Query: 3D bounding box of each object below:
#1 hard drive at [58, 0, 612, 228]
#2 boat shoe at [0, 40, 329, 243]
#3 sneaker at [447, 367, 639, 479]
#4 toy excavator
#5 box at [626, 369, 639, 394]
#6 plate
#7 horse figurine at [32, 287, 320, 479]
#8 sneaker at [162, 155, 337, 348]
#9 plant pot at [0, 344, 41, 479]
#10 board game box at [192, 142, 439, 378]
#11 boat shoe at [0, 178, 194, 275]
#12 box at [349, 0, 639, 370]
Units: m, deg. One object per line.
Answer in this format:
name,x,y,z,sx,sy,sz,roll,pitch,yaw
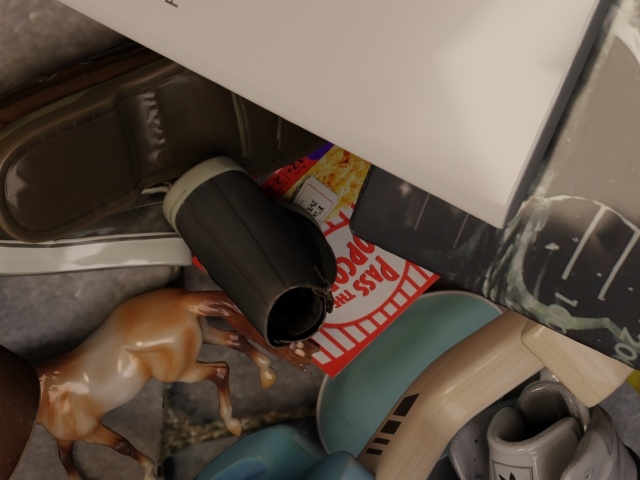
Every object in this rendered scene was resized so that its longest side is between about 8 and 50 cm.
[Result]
hard drive,0.002,-0.189,1.096,0.047,0.353,0.233,-32,146,-62
boat shoe,-0.108,-0.095,1.234,0.307,0.104,0.111,-18,120,-32
sneaker,0.156,0.275,1.536,0.366,0.137,0.210,-57,141,-28
toy excavator,0.019,0.206,1.412,0.222,0.433,0.445,44,55,-14
box,0.267,0.074,1.507,0.043,0.179,0.105,-22,129,-15
plate,0.077,0.116,1.531,0.188,0.024,0.188,-15,128,-20
horse figurine,-0.137,0.107,1.369,0.263,0.066,0.174,-32,130,7
sneaker,-0.027,0.033,1.255,0.083,0.118,0.222,-39,155,7
plant pot,-0.339,0.096,1.184,0.215,0.215,0.230,-45,117,4
board game box,0.000,0.000,1.394,0.147,0.045,0.193,-44,131,5
boat shoe,-0.195,-0.011,1.266,0.219,0.078,0.070,-3,88,-24
box,0.339,-0.146,1.164,0.480,0.471,0.297,-69,170,23
